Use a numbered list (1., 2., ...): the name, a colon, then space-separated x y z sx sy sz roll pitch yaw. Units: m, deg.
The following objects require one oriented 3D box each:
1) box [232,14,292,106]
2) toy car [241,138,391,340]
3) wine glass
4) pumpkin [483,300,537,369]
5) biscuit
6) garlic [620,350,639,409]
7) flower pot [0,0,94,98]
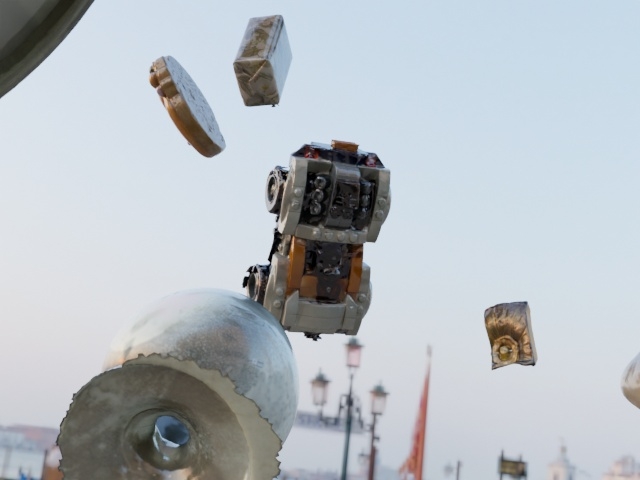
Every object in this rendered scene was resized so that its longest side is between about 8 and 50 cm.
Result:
1. box: -0.061 -0.194 1.027 0.045 0.098 0.062 -2 -46 14
2. toy car: 0.001 -0.001 1.397 0.193 0.301 0.118 7 17 -21
3. wine glass: -0.134 0.173 1.028 0.237 0.238 0.323 5 14 5
4. pumpkin: 0.268 0.135 1.318 0.035 0.101 0.073 22 -33 -39
5. biscuit: -0.209 -0.201 1.429 0.050 0.170 0.170 -31 -23 8
6. garlic: 0.481 0.152 1.002 0.278 0.132 0.325 13 -2 -9
7. flower pot: -0.210 -0.167 0.378 0.202 0.212 0.212 37 -10 10
